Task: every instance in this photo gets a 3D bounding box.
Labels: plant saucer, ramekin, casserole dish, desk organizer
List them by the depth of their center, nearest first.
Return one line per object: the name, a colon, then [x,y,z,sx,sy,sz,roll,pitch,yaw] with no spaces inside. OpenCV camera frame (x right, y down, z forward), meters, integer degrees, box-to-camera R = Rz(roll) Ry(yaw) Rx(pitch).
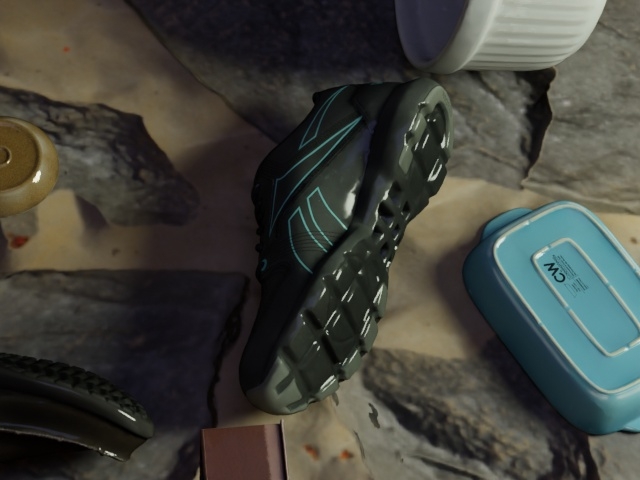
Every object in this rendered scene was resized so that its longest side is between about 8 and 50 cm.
desk organizer: [-0.048,0.158,1.166,0.050,0.130,0.047,-4,62,-6]
casserole dish: [0.181,0.046,1.309,0.114,0.037,0.188,-27,67,-20]
plant saucer: [-0.225,-0.056,1.329,0.083,0.015,0.083,3,60,-5]
ramekin: [0.134,-0.217,1.359,0.109,0.207,0.207,5,60,-14]

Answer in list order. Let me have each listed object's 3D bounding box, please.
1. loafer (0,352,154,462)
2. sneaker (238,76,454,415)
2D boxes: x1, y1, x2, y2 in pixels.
loafer: [-0.216,0.111,1.213,0.220,0.080,0.078,13,93,0]
sneaker: [0.000,0.000,1.295,0.106,0.101,0.267,13,59,26]
